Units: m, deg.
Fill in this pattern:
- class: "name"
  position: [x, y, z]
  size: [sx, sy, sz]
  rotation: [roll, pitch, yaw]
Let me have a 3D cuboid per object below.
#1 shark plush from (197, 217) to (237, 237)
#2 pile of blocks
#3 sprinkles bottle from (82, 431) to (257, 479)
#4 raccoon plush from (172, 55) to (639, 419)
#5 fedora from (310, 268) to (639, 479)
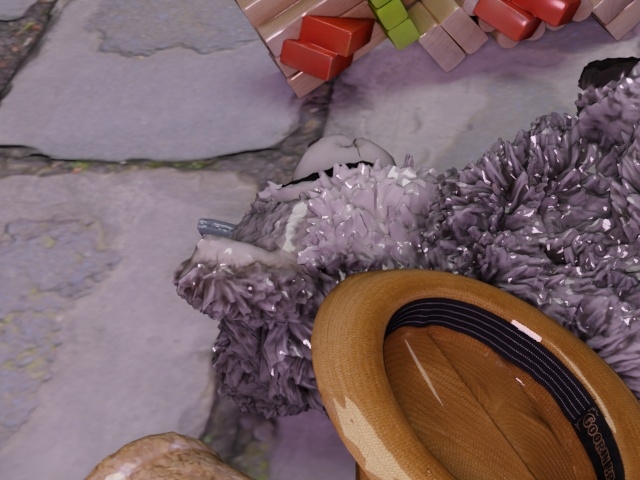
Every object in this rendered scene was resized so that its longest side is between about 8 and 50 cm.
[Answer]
- class: "shark plush"
  position: [0.000, 0.000, 1.143]
  size: [0.161, 0.067, 0.073]
  rotation: [20, 42, 33]
- class: "pile of blocks"
  position: [0.112, -0.202, 1.348]
  size: [0.362, 0.149, 0.112]
  rotation: [-14, 35, -12]
- class: "sprinkles bottle"
  position: [0.043, 0.195, 0.695]
  size: [0.355, 0.121, 0.121]
  rotation: [22, 44, 35]
- class: "raccoon plush"
  position: [0.113, 0.077, 0.911]
  size: [0.299, 0.216, 0.446]
  rotation: [-22, 37, -9]
- class: "fedora"
  position: [0.068, 0.099, 0.804]
  size: [0.194, 0.079, 0.194]
  rotation: [20, 36, -16]
